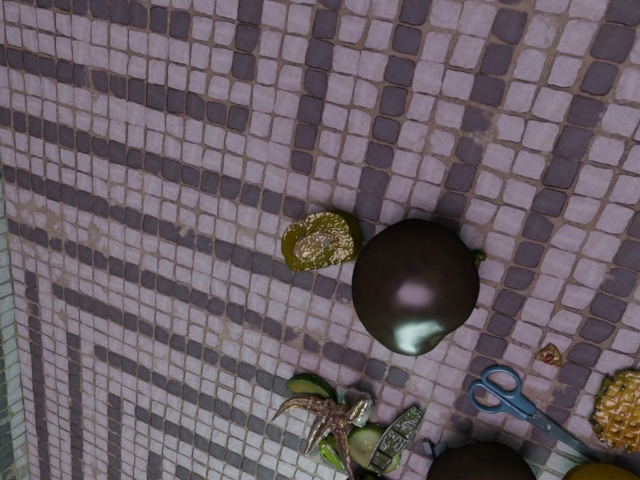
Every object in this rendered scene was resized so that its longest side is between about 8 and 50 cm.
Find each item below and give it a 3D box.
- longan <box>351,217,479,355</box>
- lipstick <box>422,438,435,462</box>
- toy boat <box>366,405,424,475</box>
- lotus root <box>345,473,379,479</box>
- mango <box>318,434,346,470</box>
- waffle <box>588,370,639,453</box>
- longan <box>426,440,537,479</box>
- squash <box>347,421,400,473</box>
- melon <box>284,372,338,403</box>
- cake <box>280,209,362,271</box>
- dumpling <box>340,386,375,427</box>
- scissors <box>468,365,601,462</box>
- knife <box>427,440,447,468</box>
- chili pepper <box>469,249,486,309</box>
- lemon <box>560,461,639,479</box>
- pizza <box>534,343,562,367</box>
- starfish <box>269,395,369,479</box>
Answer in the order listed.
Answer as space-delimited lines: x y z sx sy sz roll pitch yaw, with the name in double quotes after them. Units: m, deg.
0.263 0.130 1.380 0.405 0.336 0.404 1 92 54 "longan"
0.401 0.773 1.730 0.025 0.025 0.107 -19 95 27 "lipstick"
0.272 0.710 1.717 0.093 0.055 0.293 34 99 2 "toy boat"
0.204 1.041 1.845 0.173 0.173 0.309 -28 96 28 "lotus root"
0.056 0.834 1.875 0.091 0.074 0.165 -29 103 28 "mango"
0.926 0.517 1.409 0.262 0.060 0.280 -36 93 28 "waffle"
0.520 0.818 1.547 0.361 0.361 0.360 7 111 20 "longan"
0.200 0.797 1.819 0.219 0.041 0.219 8 111 20 "squash"
-0.022 0.576 1.819 0.209 0.064 0.118 41 118 1 "melon"
0.000 0.000 1.549 0.261 0.156 0.179 -12 88 20 "cake"
0.134 0.600 1.745 0.127 0.108 0.187 38 134 31 "dumpling"
0.701 0.578 1.540 0.447 0.029 0.192 34 118 8 "scissors"
0.425 0.843 1.755 0.063 0.035 0.260 10 106 31 "knife"
0.455 0.128 1.454 0.073 0.072 0.203 14 116 26 "chili pepper"
0.865 0.799 1.431 0.268 0.267 0.267 7 111 20 "lemon"
0.698 0.363 1.465 0.078 0.025 0.083 -27 98 26 "pizza"
0.017 0.683 1.731 0.398 0.132 0.383 3 105 30 "starfish"
